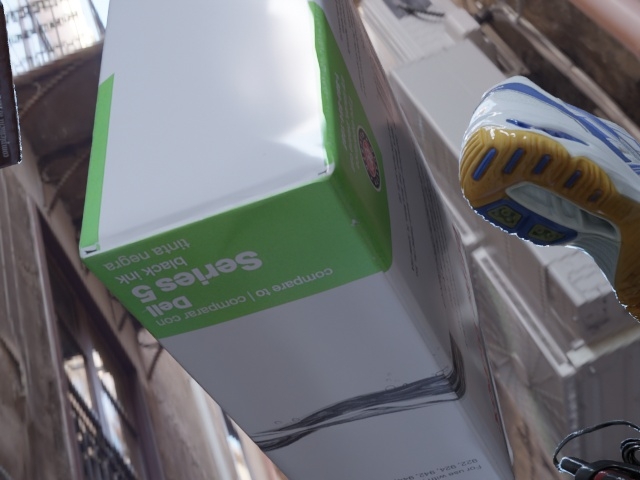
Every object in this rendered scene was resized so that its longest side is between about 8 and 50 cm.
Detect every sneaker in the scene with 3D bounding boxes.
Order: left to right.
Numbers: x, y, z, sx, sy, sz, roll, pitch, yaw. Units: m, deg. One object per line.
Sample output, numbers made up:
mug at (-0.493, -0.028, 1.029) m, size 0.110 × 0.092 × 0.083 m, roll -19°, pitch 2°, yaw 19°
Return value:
sneaker at (0.245, -0.030, 0.794) m, size 0.296 × 0.131 × 0.112 m, roll 33°, pitch -51°, yaw -14°

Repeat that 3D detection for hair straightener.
hair straightener at (0.291, 0.194, 0.805) m, size 0.089 × 0.230 × 0.047 m, roll -35°, pitch -58°, yaw -39°

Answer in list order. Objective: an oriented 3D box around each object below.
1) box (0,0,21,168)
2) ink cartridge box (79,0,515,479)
box at (-0.335, -0.156, 0.741) m, size 0.167 × 0.203 × 0.168 m, roll -20°, pitch -30°, yaw -24°
ink cartridge box at (0.000, 0.000, 0.538) m, size 0.115 × 0.198 × 0.273 m, roll -18°, pitch -44°, yaw 14°
